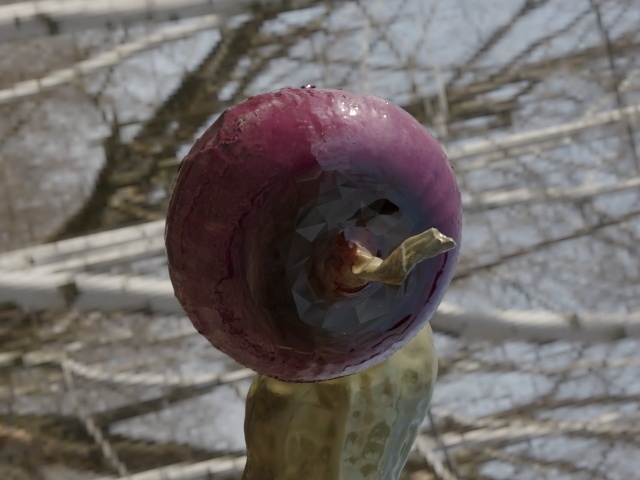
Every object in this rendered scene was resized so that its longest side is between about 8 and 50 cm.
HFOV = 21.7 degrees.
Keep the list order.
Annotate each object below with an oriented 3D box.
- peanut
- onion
[{"bbox_3d":[-0.001,0.188,1.419,0.152,0.152,0.313,6,-104,69],"label":"peanut"},{"bbox_3d":[-0.004,-0.003,0.969,0.153,0.177,0.177,-88,-178,-53],"label":"onion"}]
